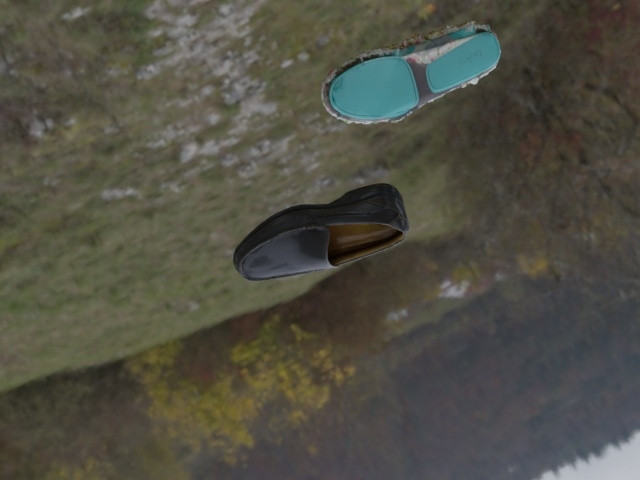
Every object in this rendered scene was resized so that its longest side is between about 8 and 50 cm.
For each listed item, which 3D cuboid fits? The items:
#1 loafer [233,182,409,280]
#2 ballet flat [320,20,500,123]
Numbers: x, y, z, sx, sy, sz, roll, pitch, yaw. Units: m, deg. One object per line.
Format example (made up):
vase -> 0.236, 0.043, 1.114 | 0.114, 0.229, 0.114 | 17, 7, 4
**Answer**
loafer -> 0.000, 0.000, 0.984 | 0.170, 0.062, 0.061 | -23, -147, 4
ballet flat -> 0.097, -0.191, 1.228 | 0.241, 0.091, 0.077 | -18, -159, -22
